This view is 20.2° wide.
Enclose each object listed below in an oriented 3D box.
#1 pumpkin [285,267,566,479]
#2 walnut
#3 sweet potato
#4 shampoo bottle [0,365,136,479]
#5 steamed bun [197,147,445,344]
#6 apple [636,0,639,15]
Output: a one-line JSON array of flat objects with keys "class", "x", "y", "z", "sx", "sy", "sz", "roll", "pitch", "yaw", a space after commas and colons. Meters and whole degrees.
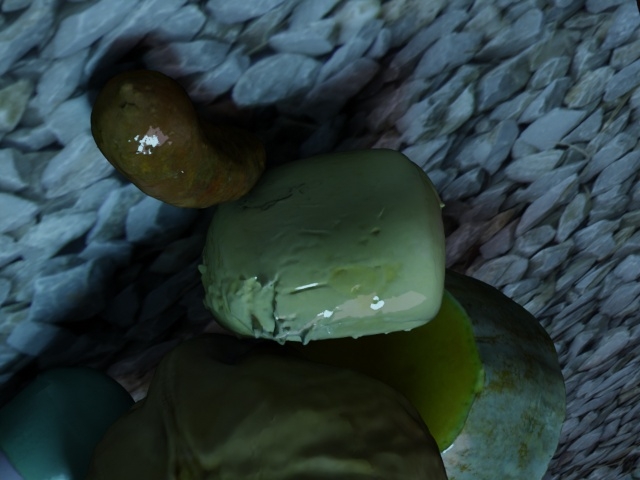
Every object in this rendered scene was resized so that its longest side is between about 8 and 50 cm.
[{"class": "pumpkin", "x": 0.084, "y": 0.166, "z": 2.006, "sx": 0.332, "sy": 0.332, "sz": 0.199, "roll": -41, "pitch": 141, "yaw": 14}, {"class": "walnut", "x": -0.053, "y": 0.267, "z": 1.715, "sx": 0.383, "sy": 0.383, "sz": 0.383, "roll": -28, "pitch": 155, "yaw": -14}, {"class": "sweet potato", "x": -0.117, "y": -0.075, "z": 1.557, "sx": 0.097, "sy": 0.097, "sz": 0.292, "roll": -38, "pitch": 159, "yaw": 9}, {"class": "shampoo bottle", "x": -0.328, "y": 0.268, "z": 1.815, "sx": 0.349, "sy": 0.151, "sz": 0.222, "roll": -42, "pitch": -169, "yaw": -1}, {"class": "steamed bun", "x": 0.000, "y": 0.000, "z": 1.693, "sx": 0.232, "sy": 0.166, "sz": 0.273, "roll": -3, "pitch": -172, "yaw": -2}, {"class": "apple", "x": 0.468, "y": -0.263, "z": 1.717, "sx": 0.348, "sy": 0.277, "sz": 0.348, "roll": -28, "pitch": 154, "yaw": -15}]
